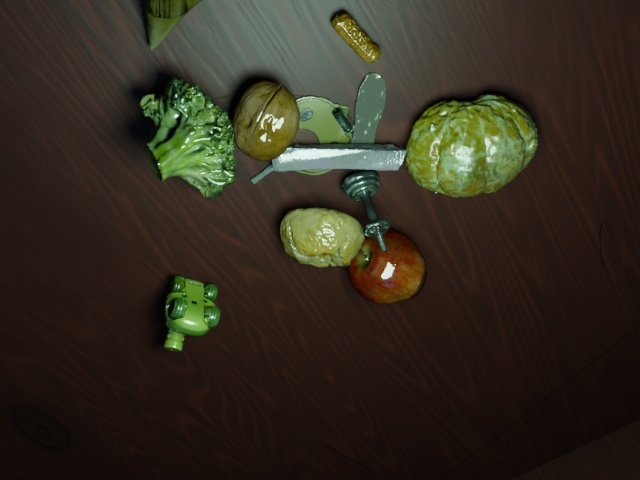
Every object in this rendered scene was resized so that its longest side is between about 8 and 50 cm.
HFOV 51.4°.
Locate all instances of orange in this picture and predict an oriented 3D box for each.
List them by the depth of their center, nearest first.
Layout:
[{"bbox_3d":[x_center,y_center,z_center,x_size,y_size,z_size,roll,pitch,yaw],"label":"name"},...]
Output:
[{"bbox_3d":[0.415,-0.241,1.784,0.368,0.210,0.271,-11,126,-1],"label":"orange"}]

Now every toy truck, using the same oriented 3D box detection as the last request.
[{"bbox_3d":[-0.392,0.208,1.943,0.148,0.187,0.210,16,142,-24],"label":"toy truck"}]

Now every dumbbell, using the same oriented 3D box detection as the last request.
[{"bbox_3d":[0.137,-0.084,1.821,0.110,0.255,0.110,-16,159,-6],"label":"dumbbell"}]

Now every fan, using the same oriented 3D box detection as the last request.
[{"bbox_3d":[-0.054,-0.254,1.800,0.335,0.011,0.229,-36,122,13],"label":"fan"}]

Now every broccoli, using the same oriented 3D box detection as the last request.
[{"bbox_3d":[-0.339,-0.230,1.618,0.288,0.245,0.248,57,141,-2],"label":"broccoli"}]

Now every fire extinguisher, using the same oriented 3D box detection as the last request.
[{"bbox_3d":[0.065,-0.314,1.767,0.038,0.025,0.083,-35,122,3],"label":"fire extinguisher"}]

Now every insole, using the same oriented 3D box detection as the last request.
[{"bbox_3d":[0.124,-0.327,1.786,0.081,0.011,0.248,3,120,-16],"label":"insole"}]

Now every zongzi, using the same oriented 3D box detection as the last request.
[{"bbox_3d":[-0.270,-0.572,1.503,0.273,0.145,0.300,-8,140,-12],"label":"zongzi"}]

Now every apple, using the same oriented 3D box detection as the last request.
[{"bbox_3d":[0.201,0.085,1.942,0.229,0.230,0.230,-5,123,-8],"label":"apple"}]

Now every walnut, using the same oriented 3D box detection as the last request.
[{"bbox_3d":[-0.137,-0.299,1.669,0.167,0.167,0.207,16,117,-19],"label":"walnut"}]

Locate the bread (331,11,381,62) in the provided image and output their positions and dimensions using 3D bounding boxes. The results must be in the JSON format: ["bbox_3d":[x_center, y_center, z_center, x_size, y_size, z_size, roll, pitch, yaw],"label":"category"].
[{"bbox_3d":[0.090,-0.501,1.649,0.052,0.044,0.157,-43,120,14],"label":"bread"}]

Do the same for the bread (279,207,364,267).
[{"bbox_3d":[0.000,0.000,1.865,0.244,0.134,0.244,4,160,1],"label":"bread"}]

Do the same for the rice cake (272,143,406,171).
[{"bbox_3d":[0.047,-0.226,1.792,0.364,0.056,0.073,-2,115,-8],"label":"rice cake"}]
